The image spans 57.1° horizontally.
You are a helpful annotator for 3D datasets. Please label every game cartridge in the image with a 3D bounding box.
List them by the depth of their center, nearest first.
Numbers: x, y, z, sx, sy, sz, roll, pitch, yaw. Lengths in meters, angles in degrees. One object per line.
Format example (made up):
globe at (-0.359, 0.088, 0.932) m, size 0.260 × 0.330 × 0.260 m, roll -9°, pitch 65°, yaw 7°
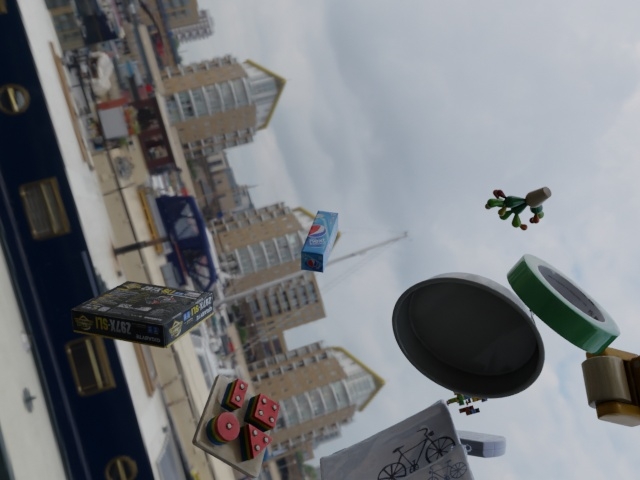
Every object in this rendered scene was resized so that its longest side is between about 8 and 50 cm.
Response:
game cartridge at (0.493, 0.659, 1.910) m, size 0.297 × 0.198 × 0.062 m, roll 25°, pitch 72°, yaw -58°

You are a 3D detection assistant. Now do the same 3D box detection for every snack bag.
snack bag at (0.133, 0.458, 1.092) m, size 0.037 × 0.323 × 0.342 m, roll 54°, pitch 13°, yaw -19°

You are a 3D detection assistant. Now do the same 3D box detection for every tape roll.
tape roll at (0.664, 0.169, 1.616) m, size 0.077 × 0.321 × 0.321 m, roll -54°, pitch -142°, yaw 21°

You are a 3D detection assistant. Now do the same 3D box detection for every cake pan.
cake pan at (0.283, 0.179, 1.133) m, size 0.293 × 0.054 × 0.293 m, roll 17°, pitch -50°, yaw 22°

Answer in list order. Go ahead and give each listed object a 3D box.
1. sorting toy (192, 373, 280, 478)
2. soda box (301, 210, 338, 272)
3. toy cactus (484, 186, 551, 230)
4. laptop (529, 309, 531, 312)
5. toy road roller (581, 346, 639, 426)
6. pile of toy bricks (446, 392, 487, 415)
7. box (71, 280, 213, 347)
sorting toy at (-0.257, 0.601, 1.935) m, size 0.257 × 0.089 × 0.255 m, roll 40°, pitch 39°, yaw -22°
soda box at (0.000, 0.000, 1.726) m, size 0.210 × 0.067 × 0.071 m, roll -70°, pitch 164°, yaw -51°
toy cactus at (0.601, -0.112, 1.733) m, size 0.180 × 0.219 × 0.112 m, roll -37°, pitch -142°, yaw 53°
laptop at (0.821, 0.381, 2.513) m, size 0.234 × 0.137 × 0.264 m, roll -69°, pitch 153°, yaw -19°
toy road roller at (0.957, 0.412, 1.696) m, size 0.240 × 0.330 × 0.202 m, roll 123°, pitch -24°, yaw -53°
pile of toy bricks at (0.476, 0.533, 1.985) m, size 0.212 × 0.105 × 0.118 m, roll 101°, pitch -24°, yaw -67°
box at (-0.521, 0.211, 1.742) m, size 0.257 × 0.322 × 0.079 m, roll -35°, pitch 128°, yaw -66°
